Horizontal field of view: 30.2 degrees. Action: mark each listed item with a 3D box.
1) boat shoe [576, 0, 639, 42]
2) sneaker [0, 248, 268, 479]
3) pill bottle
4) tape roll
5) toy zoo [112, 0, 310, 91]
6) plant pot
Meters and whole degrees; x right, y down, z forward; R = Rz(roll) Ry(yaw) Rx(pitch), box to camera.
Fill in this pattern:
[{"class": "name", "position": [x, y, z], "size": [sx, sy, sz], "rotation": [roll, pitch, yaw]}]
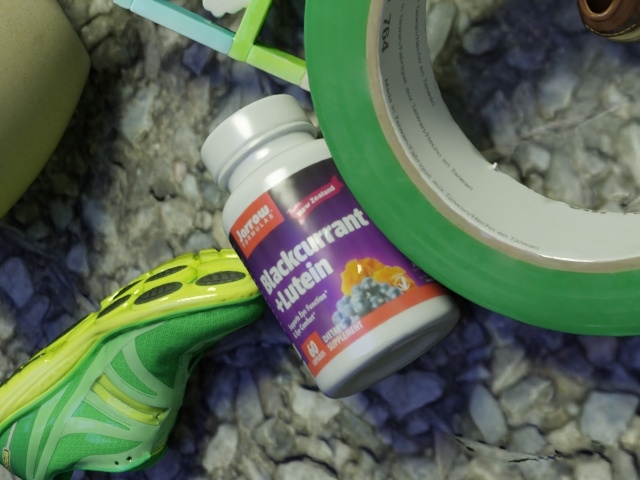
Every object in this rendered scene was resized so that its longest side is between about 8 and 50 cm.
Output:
[{"class": "boat shoe", "position": [0.179, -0.209, 0.704], "size": [0.064, 0.060, 0.178], "rotation": [3, 95, 32]}, {"class": "sneaker", "position": [-0.141, 0.105, 0.921], "size": [0.295, 0.109, 0.123], "rotation": [-34, 101, 26]}, {"class": "pill bottle", "position": [0.000, 0.000, 0.804], "size": [0.108, 0.108, 0.193], "rotation": [-42, 72, 27]}, {"class": "tape roll", "position": [0.148, -0.104, 0.660], "size": [0.321, 0.077, 0.321], "rotation": [12, 119, 24]}, {"class": "toy zoo", "position": [-0.097, -0.247, 0.813], "size": [0.293, 0.030, 0.192], "rotation": [25, 108, -3]}, {"class": "plant pot", "position": [-0.291, -0.145, 0.914], "size": [0.191, 0.284, 0.284], "rotation": [-31, 74, -6]}]
